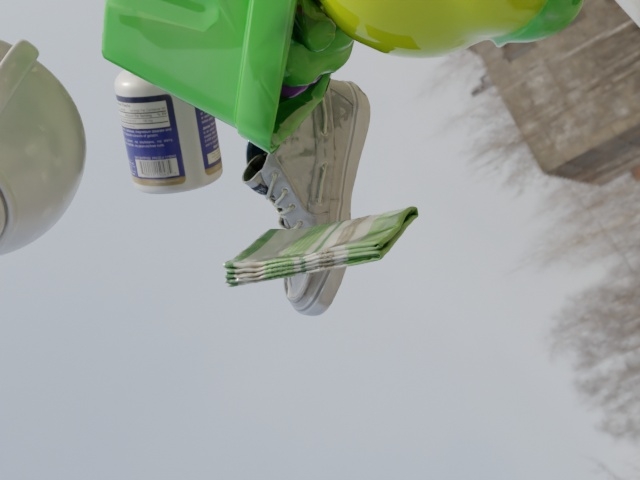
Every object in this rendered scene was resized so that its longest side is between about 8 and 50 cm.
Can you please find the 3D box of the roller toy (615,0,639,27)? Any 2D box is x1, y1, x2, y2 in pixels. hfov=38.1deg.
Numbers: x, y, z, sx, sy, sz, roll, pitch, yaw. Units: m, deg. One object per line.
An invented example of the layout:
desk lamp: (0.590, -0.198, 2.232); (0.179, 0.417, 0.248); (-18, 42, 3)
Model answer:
roller toy: (0.219, -0.214, 0.493); (0.146, 0.191, 0.209); (60, -178, 25)

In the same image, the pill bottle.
pill bottle: (-0.183, -0.159, 1.102); (0.112, 0.112, 0.186); (-57, -36, -64)

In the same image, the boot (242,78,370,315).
boot: (-0.033, -0.049, 0.982); (0.123, 0.095, 0.258); (5, -84, -35)

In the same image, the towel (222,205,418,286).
towel: (0.000, 0.000, 0.811); (0.113, 0.152, 0.023); (-47, -58, -60)

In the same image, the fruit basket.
fruit basket: (0.029, -0.255, 0.724); (0.392, 0.392, 0.283); (55, -157, -13)

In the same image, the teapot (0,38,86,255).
teapot: (-0.358, -0.071, 0.908); (0.187, 0.253, 0.256); (-87, -11, -51)
